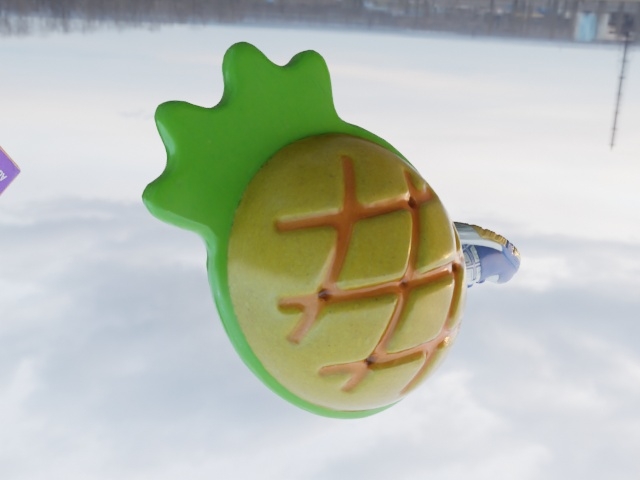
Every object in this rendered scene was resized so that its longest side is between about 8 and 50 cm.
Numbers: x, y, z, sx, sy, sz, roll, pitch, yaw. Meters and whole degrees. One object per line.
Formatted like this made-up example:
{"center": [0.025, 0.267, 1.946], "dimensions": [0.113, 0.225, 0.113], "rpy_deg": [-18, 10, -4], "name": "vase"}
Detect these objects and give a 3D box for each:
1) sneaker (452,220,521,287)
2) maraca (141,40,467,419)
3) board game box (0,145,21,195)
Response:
{"center": [0.141, 0.032, 1.034], "dimensions": [0.297, 0.130, 0.112], "rpy_deg": [17, 171, -38], "name": "sneaker"}
{"center": [0.000, 0.000, 0.368], "dimensions": [0.127, 0.185, 0.099], "rpy_deg": [-47, -155, -24], "name": "maraca"}
{"center": [-0.675, -0.113, 0.966], "dimensions": [0.356, 0.356, 0.356], "rpy_deg": [29, 162, 19], "name": "board game box"}
